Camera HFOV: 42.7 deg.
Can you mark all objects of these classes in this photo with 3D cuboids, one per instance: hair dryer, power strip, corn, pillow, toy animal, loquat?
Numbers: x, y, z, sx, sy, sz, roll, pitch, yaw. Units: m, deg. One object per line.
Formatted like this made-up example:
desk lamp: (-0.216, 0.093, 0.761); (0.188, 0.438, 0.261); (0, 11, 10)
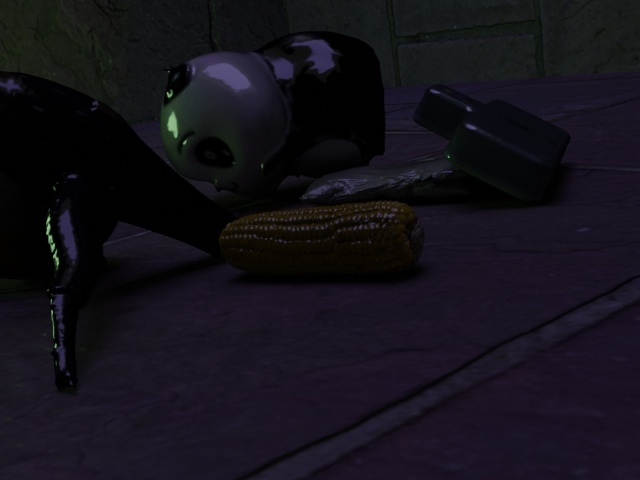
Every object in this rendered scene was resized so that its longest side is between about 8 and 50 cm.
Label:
hair dryer: (-0.188, 0.012, 0.733); (0.120, 0.303, 0.360); (-40, 36, 21)
power strip: (0.214, -0.135, 1.043); (0.193, 0.059, 0.265); (29, 24, 11)
corn: (0.000, 0.000, 0.773); (0.203, 0.072, 0.072); (-3, 15, 25)
pillow: (0.095, -0.078, 1.077); (0.229, 0.050, 0.148); (-3, 8, 18)
toy animal: (-0.076, -0.179, 1.190); (0.309, 0.251, 0.251); (-3, 13, -10)
loquat: (-0.336, -0.042, 0.917); (0.227, 0.179, 0.179); (7, 15, 5)
